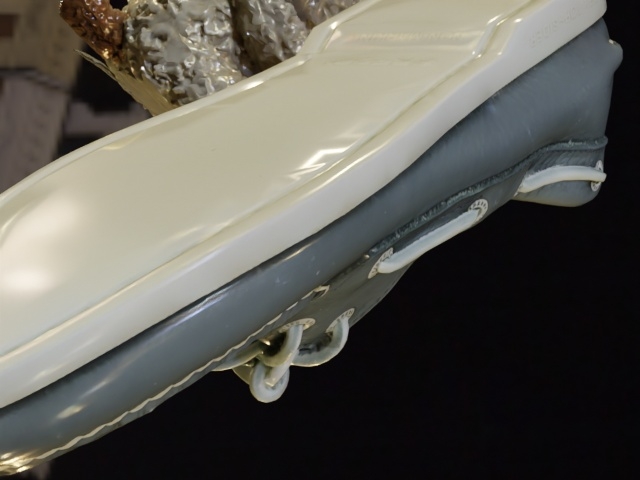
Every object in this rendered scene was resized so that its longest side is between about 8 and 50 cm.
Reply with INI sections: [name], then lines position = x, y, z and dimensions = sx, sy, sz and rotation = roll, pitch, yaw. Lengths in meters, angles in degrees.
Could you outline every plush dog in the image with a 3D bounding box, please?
[plush dog]
position = -0.048, -0.183, 1.281
dimensions = 0.225, 0.210, 0.262
rotation = -50, -164, -9

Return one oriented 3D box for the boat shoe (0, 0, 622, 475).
[boat shoe]
position = 0.000, 0.000, 0.546
dimensions = 0.116, 0.319, 0.099
rotation = 6, -61, 39
